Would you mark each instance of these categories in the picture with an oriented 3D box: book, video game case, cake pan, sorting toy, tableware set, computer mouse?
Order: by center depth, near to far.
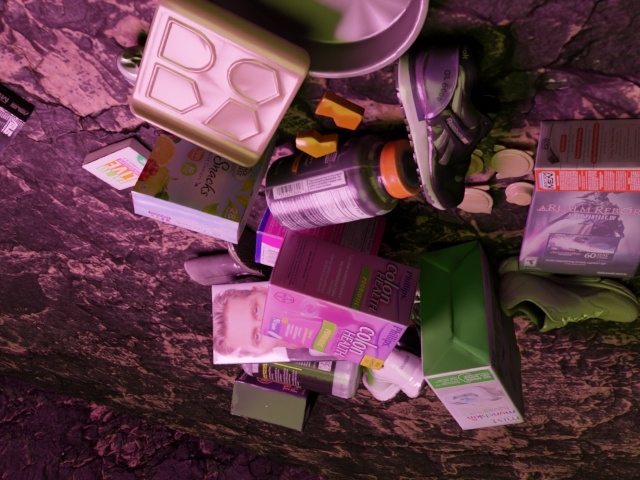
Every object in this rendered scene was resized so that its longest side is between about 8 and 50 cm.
[{"bbox_3d":[-0.007,-0.327,0.864,0.293,0.054,0.293,13,148,8],"label":"cake pan"},{"bbox_3d":[-0.104,-0.205,1.003,0.307,0.041,0.229,24,138,-11],"label":"sorting toy"},{"bbox_3d":[0.275,-0.096,1.121,0.141,0.020,0.169,1,145,25],"label":"tableware set"},{"bbox_3d":[0.433,-0.024,1.133,0.196,0.026,0.274,3,147,11],"label":"video game case"},{"bbox_3d":[-0.374,-0.145,1.353,0.144,0.035,0.096,-12,142,37],"label":"book"},{"bbox_3d":[0.258,0.273,1.680,0.262,0.060,0.184,28,164,-11],"label":"computer mouse"}]

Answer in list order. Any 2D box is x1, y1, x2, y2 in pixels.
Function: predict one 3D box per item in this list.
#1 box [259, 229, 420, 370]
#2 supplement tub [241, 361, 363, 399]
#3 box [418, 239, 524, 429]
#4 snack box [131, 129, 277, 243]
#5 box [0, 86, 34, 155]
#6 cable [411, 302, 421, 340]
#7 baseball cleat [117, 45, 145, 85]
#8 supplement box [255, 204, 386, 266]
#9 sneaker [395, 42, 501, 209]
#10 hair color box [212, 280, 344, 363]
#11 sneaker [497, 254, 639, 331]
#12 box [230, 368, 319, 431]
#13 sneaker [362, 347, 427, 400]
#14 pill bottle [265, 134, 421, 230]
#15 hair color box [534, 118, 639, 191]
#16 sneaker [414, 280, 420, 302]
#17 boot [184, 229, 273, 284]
[{"bbox_3d":[0.027,0.113,1.261,0.242,0.117,0.213,17,149,-1],"label":"box"},{"bbox_3d":[-0.054,0.244,1.646,0.315,0.194,0.194,12,148,8],"label":"supplement tub"},{"bbox_3d":[0.281,0.177,1.298,0.126,0.262,0.231,-14,139,22],"label":"box"},{"bbox_3d":[-0.180,-0.116,1.131,0.174,0.207,0.070,18,149,1],"label":"snack box"},{"bbox_3d":[-0.653,-0.248,1.313,0.184,0.045,0.190,37,144,-25],"label":"box"},{"bbox_3d":[0.227,0.158,1.523,0.287,0.072,0.139,39,142,-14],"label":"cable"},{"bbox_3d":[-0.208,-0.247,1.092,0.205,0.072,0.109,19,165,2],"label":"baseball cleat"},{"bbox_3d":[0.000,0.000,1.316,0.220,0.114,0.111,17,148,3],"label":"supplement box"},{"bbox_3d":[0.196,-0.148,0.993,0.124,0.107,0.283,-4,140,20],"label":"sneaker"},{"bbox_3d":[-0.052,0.170,1.482,0.347,0.174,0.105,-6,171,19],"label":"hair color box"},{"bbox_3d":[0.445,0.123,1.281,0.262,0.121,0.099,15,149,4],"label":"sneaker"},{"bbox_3d":[-0.096,0.352,1.772,0.184,0.261,0.103,9,108,10],"label":"box"},{"bbox_3d":[0.158,0.293,1.636,0.129,0.111,0.297,37,156,-3],"label":"sneaker"},{"bbox_3d":[0.041,-0.095,1.131,0.245,0.130,0.130,-10,140,36],"label":"pill bottle"},{"bbox_3d":[0.385,-0.116,0.964,0.167,0.093,0.053,4,146,22],"label":"hair color box"},{"bbox_3d":[0.188,0.108,1.419,0.109,0.044,0.040,-25,115,11],"label":"sneaker"},{"bbox_3d":[-0.212,0.041,1.534,0.208,0.076,0.190,2,147,34],"label":"boot"}]
